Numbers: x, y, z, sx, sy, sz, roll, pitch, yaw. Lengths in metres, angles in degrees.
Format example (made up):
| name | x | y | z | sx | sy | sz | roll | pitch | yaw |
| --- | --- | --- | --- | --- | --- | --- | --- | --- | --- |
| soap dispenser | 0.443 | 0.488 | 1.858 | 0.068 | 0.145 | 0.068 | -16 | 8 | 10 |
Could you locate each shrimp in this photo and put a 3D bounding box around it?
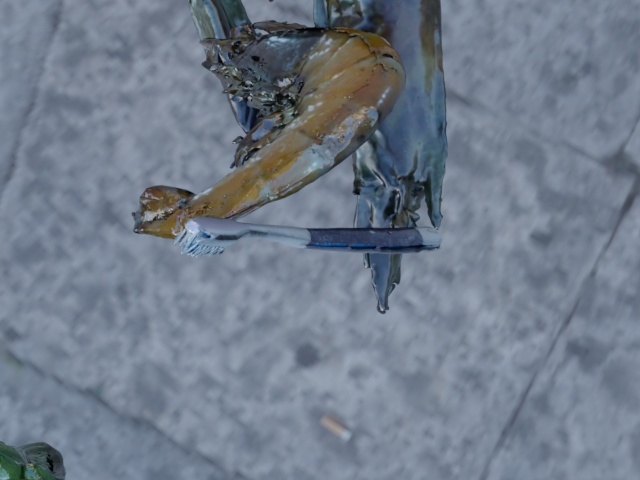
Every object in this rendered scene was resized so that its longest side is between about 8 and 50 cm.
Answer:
| name | x | y | z | sx | sy | sz | roll | pitch | yaw |
| --- | --- | --- | --- | --- | --- | --- | --- | --- | --- |
| shrimp | -0.007 | -0.157 | 1.557 | 0.272 | 0.085 | 0.445 | -10 | 92 | 43 |
| shrimp | -0.059 | -0.083 | 1.435 | 0.222 | 0.290 | 0.054 | -41 | 117 | -7 |

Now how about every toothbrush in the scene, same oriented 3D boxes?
| name | x | y | z | sx | sy | sz | roll | pitch | yaw |
| --- | --- | --- | --- | --- | --- | --- | --- | --- | --- |
| toothbrush | 0.000 | 0.000 | 1.353 | 0.026 | 0.288 | 0.024 | -47 | 64 | 27 |

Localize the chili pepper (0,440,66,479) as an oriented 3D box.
| name | x | y | z | sx | sy | sz | roll | pitch | yaw |
| --- | --- | --- | --- | --- | --- | --- | --- | --- | --- |
| chili pepper | -0.329 | 0.239 | 1.718 | 0.213 | 0.385 | 0.167 | 25 | 85 | -23 |
